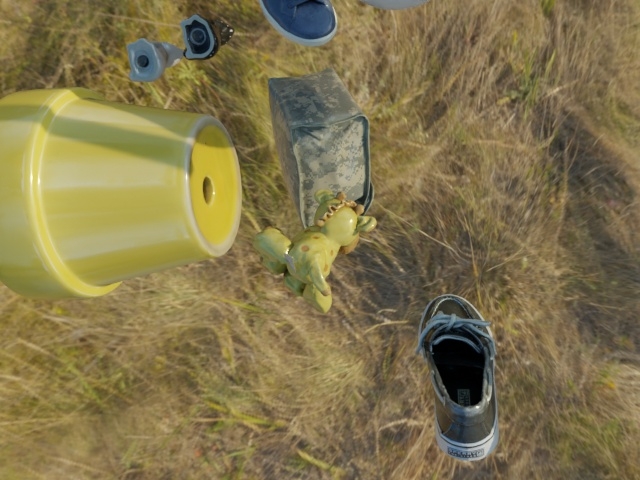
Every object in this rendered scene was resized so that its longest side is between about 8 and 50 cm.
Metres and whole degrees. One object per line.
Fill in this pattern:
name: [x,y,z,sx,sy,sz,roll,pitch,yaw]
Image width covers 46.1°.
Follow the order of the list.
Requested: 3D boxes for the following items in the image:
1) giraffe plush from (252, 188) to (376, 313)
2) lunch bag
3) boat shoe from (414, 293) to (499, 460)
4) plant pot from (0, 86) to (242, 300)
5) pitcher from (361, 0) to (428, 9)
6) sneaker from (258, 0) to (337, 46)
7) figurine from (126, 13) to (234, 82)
giraffe plush: [0.000,0.000,1.315,0.181,0.210,0.170,41,74,4]
lunch bag: [0.002,-0.155,1.479,0.168,0.235,0.287,-11,125,-9]
boat shoe: [0.184,0.151,1.033,0.113,0.306,0.105,-2,121,12]
plant pot: [-0.232,-0.057,0.886,0.238,0.254,0.254,-2,87,16]
pitcher: [0.068,-0.293,0.674,0.177,0.207,0.126,5,84,32]
sneaker: [-0.075,-0.541,1.452,0.131,0.148,0.350,-27,77,-14]
figurine: [-0.302,-0.422,1.650,0.214,0.209,0.092,-19,104,14]
